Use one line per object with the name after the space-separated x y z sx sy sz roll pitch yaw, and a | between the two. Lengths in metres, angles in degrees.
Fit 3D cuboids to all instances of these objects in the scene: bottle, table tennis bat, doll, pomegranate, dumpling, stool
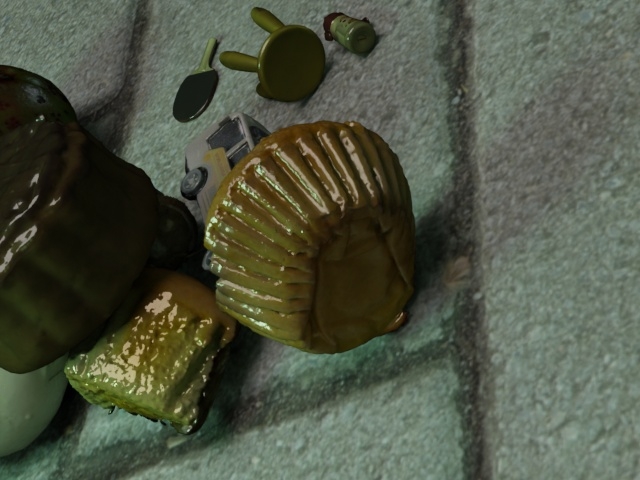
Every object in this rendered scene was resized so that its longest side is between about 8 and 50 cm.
0.035 -0.300 1.710 0.101 0.063 0.047 41 125 53 | bottle
-0.195 -0.258 1.930 0.087 0.013 0.157 -5 59 43 | table tennis bat
-0.229 -0.011 1.695 0.221 0.114 0.105 -137 63 -72 | doll
-0.524 -0.135 2.016 0.290 0.323 0.291 -14 27 7 | pomegranate
-0.470 0.195 1.753 0.341 0.181 0.260 -68 24 10 | dumpling
-0.065 -0.264 1.733 0.135 0.134 0.110 -16 24 -27 | stool

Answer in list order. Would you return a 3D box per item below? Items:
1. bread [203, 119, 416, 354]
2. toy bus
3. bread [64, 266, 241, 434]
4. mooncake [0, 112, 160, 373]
0.000 0.000 1.359 0.274 0.274 0.149 -51 44 2 | bread
-0.095 -0.034 1.601 0.138 0.097 0.343 -40 41 18 | toy bus
-0.222 0.127 1.560 0.262 0.162 0.204 -3 53 51 | bread
-0.372 -0.001 1.550 0.324 0.187 0.324 -30 36 25 | mooncake
